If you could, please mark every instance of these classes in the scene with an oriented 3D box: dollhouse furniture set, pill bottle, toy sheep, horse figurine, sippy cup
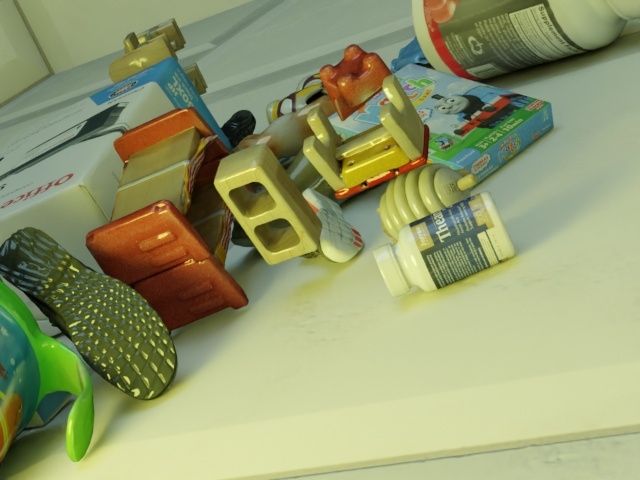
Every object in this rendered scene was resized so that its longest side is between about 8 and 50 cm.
[{"bbox_3d":[-0.048,-0.064,1.617,0.374,0.152,0.201,-21,33,21],"label":"dollhouse furniture set"},{"bbox_3d":[0.112,0.007,1.409,0.120,0.067,0.067,-24,16,6],"label":"pill bottle"},{"bbox_3d":[0.109,-0.038,1.531,0.132,0.091,0.091,-37,5,41],"label":"toy sheep"},{"bbox_3d":[-0.031,-0.146,2.093,0.263,0.066,0.174,-24,10,15],"label":"horse figurine"},{"bbox_3d":[-0.382,0.165,1.412,0.305,0.240,0.224,-31,24,16],"label":"sippy cup"},{"bbox_3d":[0.290,-0.321,1.995,0.318,0.176,0.176,-12,21,40],"label":"pill bottle"},{"bbox_3d":[-0.245,-0.179,2.237,0.161,0.242,0.212,-24,15,6],"label":"dollhouse furniture set"}]

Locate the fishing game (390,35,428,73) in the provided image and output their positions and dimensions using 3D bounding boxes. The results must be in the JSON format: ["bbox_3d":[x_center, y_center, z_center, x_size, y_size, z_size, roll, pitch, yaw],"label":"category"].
[{"bbox_3d":[0.189,-0.305,2.361,0.264,0.041,0.189,-35,16,-3],"label":"fishing game"}]

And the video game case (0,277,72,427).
[{"bbox_3d":[-0.419,0.083,1.602,0.244,0.269,0.061,-13,23,37],"label":"video game case"}]

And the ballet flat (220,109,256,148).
[{"bbox_3d":[-0.157,-0.140,2.377,0.057,0.049,0.173,24,51,34],"label":"ballet flat"}]

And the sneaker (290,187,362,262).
[{"bbox_3d":[0.000,0.000,1.663,0.065,0.061,0.158,-55,18,13],"label":"sneaker"}]

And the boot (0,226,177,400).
[{"bbox_3d":[-0.214,0.087,1.570,0.083,0.246,0.161,-48,-25,-7],"label":"boot"}]

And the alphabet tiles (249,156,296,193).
[{"bbox_3d":[-0.002,-0.110,2.074,0.285,0.011,0.342,-35,19,-31],"label":"alphabet tiles"}]

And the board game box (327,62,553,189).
[{"bbox_3d":[0.132,-0.132,1.751,0.211,0.039,0.160,21,45,40],"label":"board game box"}]

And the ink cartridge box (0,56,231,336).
[{"bbox_3d":[-0.312,-0.046,1.975,0.285,0.166,0.395,-23,22,22],"label":"ink cartridge box"}]

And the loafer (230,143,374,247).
[{"bbox_3d":[-0.013,-0.073,1.823,0.251,0.087,0.094,-34,18,-28],"label":"loafer"}]

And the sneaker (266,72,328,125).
[{"bbox_3d":[-0.002,-0.204,2.272,0.084,0.070,0.185,-8,21,33],"label":"sneaker"}]
